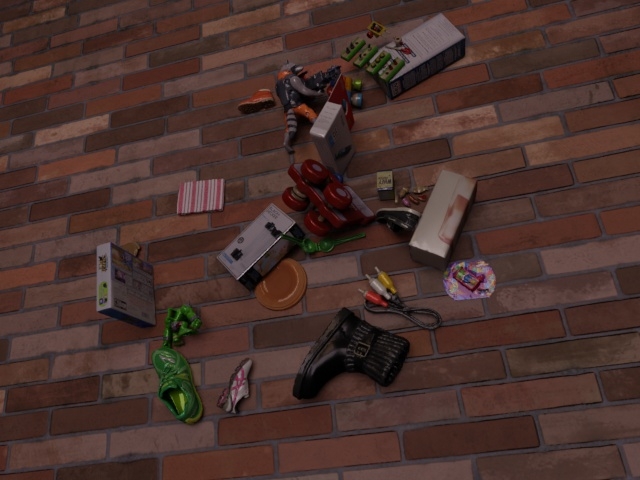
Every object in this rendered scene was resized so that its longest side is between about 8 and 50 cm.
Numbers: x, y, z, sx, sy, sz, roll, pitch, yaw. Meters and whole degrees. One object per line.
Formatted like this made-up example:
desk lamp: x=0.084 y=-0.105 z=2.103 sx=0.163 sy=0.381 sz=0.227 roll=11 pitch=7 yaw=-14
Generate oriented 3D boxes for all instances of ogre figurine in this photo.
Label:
ogre figurine: x=-0.500 y=0.298 z=1.842 sx=0.197 sy=0.097 sz=0.118 roll=-49 pitch=48 yaw=42

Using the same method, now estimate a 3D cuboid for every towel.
towel: x=-0.478 y=-0.174 z=2.077 sx=0.197 sy=0.029 sz=0.144 roll=-5 pitch=67 yaw=10

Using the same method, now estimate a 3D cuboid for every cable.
cable: x=0.251 y=0.217 z=1.702 sx=0.287 sy=0.072 sz=0.139 roll=35 pitch=86 yaw=24

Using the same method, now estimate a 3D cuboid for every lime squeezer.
lime squeezer: x=0.000 y=0.000 z=1.846 sx=0.311 sy=0.109 sz=0.058 roll=-1 pitch=46 yaw=-18

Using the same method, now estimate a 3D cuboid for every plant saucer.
plant saucer: x=-0.147 y=0.151 z=1.851 sx=0.200 sy=0.037 sz=0.199 roll=-5 pitch=68 yaw=12

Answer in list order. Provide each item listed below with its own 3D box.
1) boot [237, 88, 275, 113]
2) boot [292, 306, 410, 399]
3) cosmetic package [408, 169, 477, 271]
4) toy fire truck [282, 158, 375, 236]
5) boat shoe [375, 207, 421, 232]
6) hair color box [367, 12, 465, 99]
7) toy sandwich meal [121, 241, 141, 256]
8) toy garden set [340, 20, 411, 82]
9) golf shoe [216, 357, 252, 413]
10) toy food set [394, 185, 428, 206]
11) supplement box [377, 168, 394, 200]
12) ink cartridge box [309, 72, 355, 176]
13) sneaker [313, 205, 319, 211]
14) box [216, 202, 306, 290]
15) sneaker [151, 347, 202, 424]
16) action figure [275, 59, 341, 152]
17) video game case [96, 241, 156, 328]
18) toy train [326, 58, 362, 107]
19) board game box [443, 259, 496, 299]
boot: x=-0.275 y=-0.590 z=2.182 sx=0.158 sy=0.059 sz=0.084 roll=-13 pitch=62 yaw=0
boot: x=0.096 y=0.403 z=1.632 sx=0.260 sy=0.131 sz=0.347 roll=30 pitch=78 yaw=23
cosmetic package: x=0.413 y=-0.066 z=1.735 sx=0.129 sy=0.153 sz=0.296 roll=21 pitch=76 yaw=20
toy fire truck: x=0.030 y=-0.160 z=1.826 sx=0.302 sy=0.254 sz=0.169 roll=49 pitch=123 yaw=20
boat shoe: x=0.249 y=-0.066 z=1.757 sx=0.084 sy=0.233 sz=0.079 roll=18 pitch=86 yaw=-23
hair color box: x=0.375 y=-0.726 z=2.040 sx=0.347 sy=0.105 sz=0.173 roll=-30 pitch=62 yaw=1
toy sandwich meal: x=-0.755 y=0.045 z=2.055 sx=0.086 sy=0.029 sz=0.085 roll=-5 pitch=72 yaw=14
toy garden set: x=0.228 y=-0.743 z=2.002 sx=0.244 sy=0.049 sz=0.203 roll=38 pitch=81 yaw=26
golf shoe: x=-0.270 y=0.486 z=1.736 sx=0.086 sy=0.067 sz=0.186 roll=29 pitch=76 yaw=-4
toy food set: x=0.328 y=-0.158 z=1.863 sx=0.122 sy=0.019 sz=0.077 roll=0 pitch=71 yaw=0
supplement box: x=0.237 y=-0.200 z=1.871 sx=0.056 sy=0.083 sz=0.083 roll=-4 pitch=68 yaw=13
ink cartridge box: x=0.074 y=-0.407 z=1.880 sx=0.066 sy=0.296 sz=0.261 roll=21 pitch=75 yaw=20
sneaker: x=0.015 y=-0.115 z=1.918 sx=0.076 sy=0.057 sz=0.161 roll=23 pitch=64 yaw=-5
box: x=-0.215 y=0.019 z=1.871 sx=0.290 sy=0.087 sz=0.169 roll=-44 pitch=47 yaw=-6
sneaker: x=-0.495 y=0.480 z=1.755 sx=0.109 sy=0.123 sz=0.295 roll=-37 pitch=64 yaw=-2
action figure: x=-0.071 y=-0.550 z=1.988 sx=0.341 sy=0.179 sz=0.329 roll=-26 pitch=75 yaw=45
video game case: x=-0.693 y=0.167 z=1.854 sx=0.061 sy=0.269 sz=0.244 roll=-15 pitch=65 yaw=10
toy train: x=0.103 y=-0.640 z=2.087 sx=0.144 sy=0.105 sz=0.247 roll=6 pitch=64 yaw=1
board game box: x=0.490 y=0.124 z=1.701 sx=0.169 sy=0.033 sz=0.133 roll=-6 pitch=67 yaw=11
